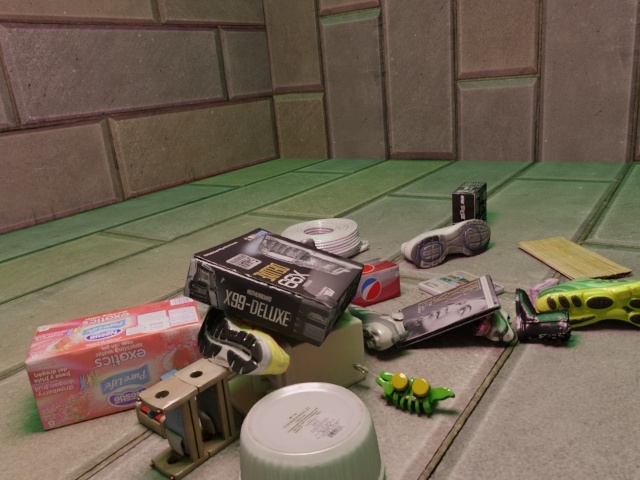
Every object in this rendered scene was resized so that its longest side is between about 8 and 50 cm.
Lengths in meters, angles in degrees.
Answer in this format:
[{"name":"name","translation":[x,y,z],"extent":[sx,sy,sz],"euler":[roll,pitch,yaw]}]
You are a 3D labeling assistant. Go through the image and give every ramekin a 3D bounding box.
[{"name":"ramekin","translation":[-0.016,0.288,0.749],"extent":[0.207,0.109,0.207],"euler":[-5,17,1]}]

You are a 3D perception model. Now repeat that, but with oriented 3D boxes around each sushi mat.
[{"name":"sushi mat","translation":[0.681,0.047,1.470],"extent":[0.152,0.019,0.316],"euler":[-6,18,-7]}]

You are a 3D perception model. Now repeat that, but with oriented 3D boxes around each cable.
[{"name":"cable","translation":[0.000,0.000,1.711],"extent":[0.257,0.089,0.257],"euler":[7,21,35]}]

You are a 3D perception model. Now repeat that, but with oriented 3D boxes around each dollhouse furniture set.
[{"name":"dollhouse furniture set","translation":[-0.246,0.264,0.862],"extent":[0.184,0.129,0.129],"euler":[11,23,39]}]

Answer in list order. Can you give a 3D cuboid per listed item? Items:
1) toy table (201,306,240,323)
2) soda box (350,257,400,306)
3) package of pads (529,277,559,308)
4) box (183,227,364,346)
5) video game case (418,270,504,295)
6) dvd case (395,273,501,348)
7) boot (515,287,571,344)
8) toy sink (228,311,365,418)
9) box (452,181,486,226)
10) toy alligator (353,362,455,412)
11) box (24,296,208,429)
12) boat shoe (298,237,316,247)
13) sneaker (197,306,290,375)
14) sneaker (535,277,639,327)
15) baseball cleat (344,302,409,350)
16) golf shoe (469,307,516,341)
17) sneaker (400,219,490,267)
[{"name":"toy table","translation":[-0.180,0.135,1.210],"extent":[0.252,0.160,0.274],"euler":[-10,17,-15]},{"name":"soda box","translation":[0.065,0.118,1.319],"extent":[0.263,0.083,0.092],"euler":[-14,18,-24]},{"name":"package of pads","translation":[0.513,0.122,1.227],"extent":[0.083,0.050,0.032],"euler":[-18,13,-35]},{"name":"box","translation":[-0.066,0.070,0.979],"extent":[0.243,0.076,0.307],"euler":[19,14,11]},{"name":"video game case","translation":[0.350,0.118,1.344],"extent":[0.143,0.019,0.157],"euler":[-13,18,-26]},{"name":"dvd case","translation":[0.263,0.147,1.136],"extent":[0.221,0.018,0.164],"euler":[-24,12,17]},{"name":"boot","translation":[0.446,0.150,1.080],"extent":[0.099,0.045,0.121],"euler":[-8,56,25]},{"name":"toy sink","translation":[-0.057,0.208,0.982],"extent":[0.234,0.131,0.153],"euler":[-16,20,-31]},{"name":"box","translation":[0.504,-0.108,1.813],"extent":[0.078,0.147,0.180],"euler":[5,20,28]},{"name":"toy alligator","translation":[0.132,0.256,0.913],"extent":[0.190,0.056,0.051],"euler":[7,63,32]},{"name":"box","translation":[-0.370,0.221,1.016],"extent":[0.300,0.142,0.154],"euler":[-11,18,-17]},{"name":"boat shoe","translation":[-0.108,0.058,1.391],"extent":[0.113,0.104,0.306],"euler":[-13,-4,-33]},{"name":"sneaker","translation":[-0.126,0.170,0.875],"extent":[0.094,0.081,0.208],"euler":[24,0,-40]},{"name":"sneaker","translation":[0.603,0.116,1.121],"extent":[0.296,0.109,0.123],"euler":[-2,21,12]},{"name":"baseball cleat","translation":[0.111,0.176,1.140],"extent":[0.110,0.072,0.206],"euler":[-13,21,-23]},{"name":"golf shoe","translation":[0.358,0.163,1.140],"extent":[0.086,0.067,0.186],"euler":[21,20,0]},{"name":"sneaker","translation":[0.372,-0.004,1.594],"extent":[0.297,0.110,0.129],"euler":[-11,12,-21]}]
